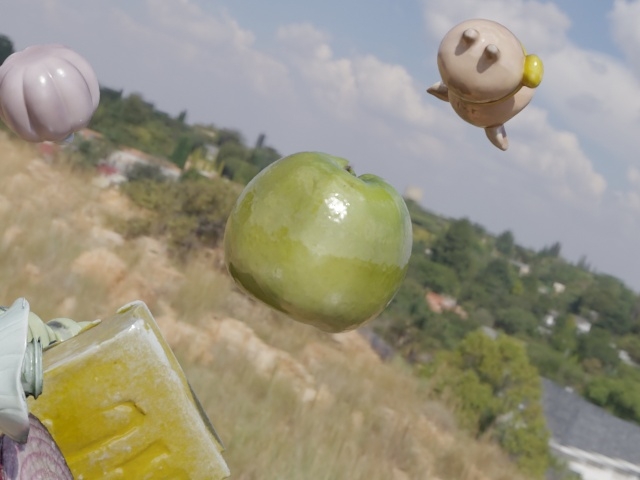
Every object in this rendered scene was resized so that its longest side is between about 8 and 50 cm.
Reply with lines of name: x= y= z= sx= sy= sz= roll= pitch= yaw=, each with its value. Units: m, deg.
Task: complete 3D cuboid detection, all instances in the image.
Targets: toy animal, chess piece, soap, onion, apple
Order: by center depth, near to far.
onion: x=-0.418 y=0.374 z=1.437 sx=0.111 sy=0.248 sz=0.250 roll=-18 pitch=21 yaw=5
toy animal: x=0.259 y=-0.261 z=1.633 sx=0.165 sy=0.149 sz=0.248 roll=53 pitch=-4 yaw=21
apple: x=0.000 y=0.000 z=1.635 sx=0.291 sy=0.254 sz=0.292 roll=22 pitch=13 yaw=-5
soap: x=-0.345 y=0.311 z=1.731 sx=0.293 sy=0.335 sz=0.156 roll=-25 pitch=16 yaw=-3
chess piece: x=-0.576 y=0.238 z=2.240 sx=0.182 sy=0.182 sz=0.330 roll=22 pitch=6 yaw=30

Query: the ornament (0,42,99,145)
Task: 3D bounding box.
ornament: x=-0.467 y=-0.246 z=1.798 sx=0.177 sy=0.178 sz=0.177 roll=20 pitch=3 yaw=-1

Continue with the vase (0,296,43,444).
vase: x=-0.566 y=0.161 z=1.269 sx=0.445 sy=0.250 sz=0.250 roll=0 pitch=9 yaw=-17
